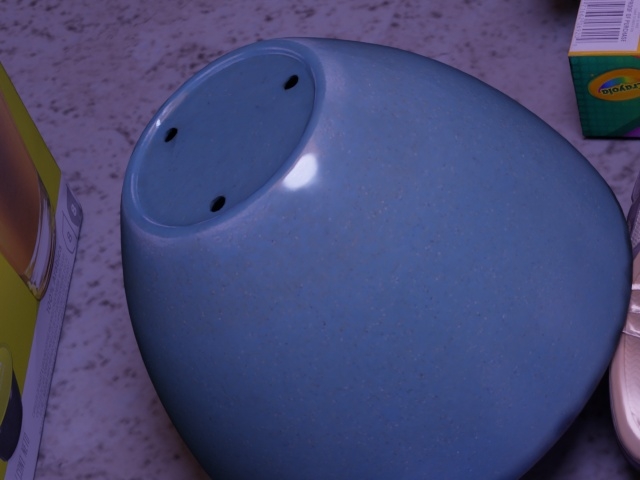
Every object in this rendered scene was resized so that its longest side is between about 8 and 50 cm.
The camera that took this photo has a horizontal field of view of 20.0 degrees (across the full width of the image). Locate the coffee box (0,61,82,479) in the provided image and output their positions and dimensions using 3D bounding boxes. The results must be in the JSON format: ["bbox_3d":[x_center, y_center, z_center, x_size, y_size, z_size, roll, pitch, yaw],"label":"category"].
[{"bbox_3d":[-0.375,0.024,1.079,0.338,0.334,0.337,-7,50,12],"label":"coffee box"}]

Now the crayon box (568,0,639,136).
[{"bbox_3d":[0.274,-0.195,1.228,0.165,0.081,0.278,3,52,19],"label":"crayon box"}]

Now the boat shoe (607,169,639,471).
[{"bbox_3d":[0.221,0.020,1.057,0.103,0.092,0.285,10,58,4],"label":"boat shoe"}]

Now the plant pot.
[{"bbox_3d":[0.000,0.000,1.017,0.290,0.195,0.290,-24,42,24],"label":"plant pot"}]
